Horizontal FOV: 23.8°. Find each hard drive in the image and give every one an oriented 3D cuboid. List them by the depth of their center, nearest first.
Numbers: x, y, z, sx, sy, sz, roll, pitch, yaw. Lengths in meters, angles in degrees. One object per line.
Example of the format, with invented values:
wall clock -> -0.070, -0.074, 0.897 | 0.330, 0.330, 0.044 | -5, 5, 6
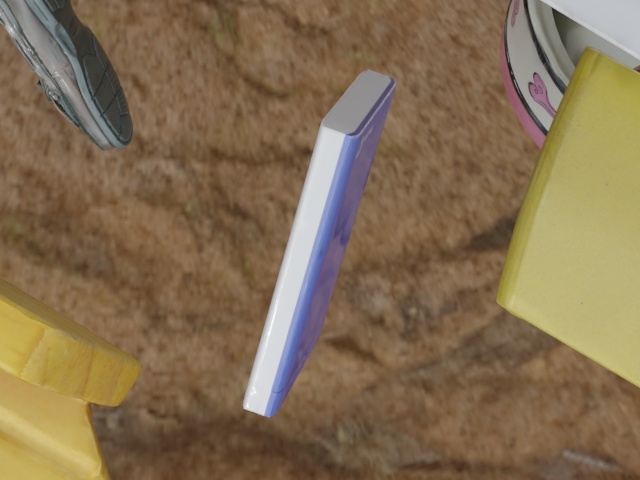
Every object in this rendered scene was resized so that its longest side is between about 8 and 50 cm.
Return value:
hard drive -> 0.000, 0.000, 1.582 | 0.040, 0.210, 0.319 | 19, 114, 6

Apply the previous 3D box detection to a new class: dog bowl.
dog bowl -> 0.408, -0.233, 1.942 | 0.407, 0.408, 0.150 | 19, 149, -13

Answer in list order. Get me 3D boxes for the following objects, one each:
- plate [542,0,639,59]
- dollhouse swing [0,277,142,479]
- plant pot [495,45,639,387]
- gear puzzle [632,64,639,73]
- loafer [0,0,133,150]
plate -> 0.220, -0.125, 0.847 | 0.278, 0.277, 0.045 | 30, 110, 1
dollhouse swing -> -0.272, 0.140, 0.604 | 0.315, 0.305, 0.347 | 31, 85, -6
plant pot -> 0.238, -0.001, 1.116 | 0.212, 0.212, 0.187 | 30, 95, 6
gear puzzle -> 0.417, -0.141, 1.594 | 0.339, 0.044, 0.176 | -26, 73, 31
loafer -> -0.313, -0.219, 1.801 | 0.084, 0.096, 0.268 | -16, 118, 20
